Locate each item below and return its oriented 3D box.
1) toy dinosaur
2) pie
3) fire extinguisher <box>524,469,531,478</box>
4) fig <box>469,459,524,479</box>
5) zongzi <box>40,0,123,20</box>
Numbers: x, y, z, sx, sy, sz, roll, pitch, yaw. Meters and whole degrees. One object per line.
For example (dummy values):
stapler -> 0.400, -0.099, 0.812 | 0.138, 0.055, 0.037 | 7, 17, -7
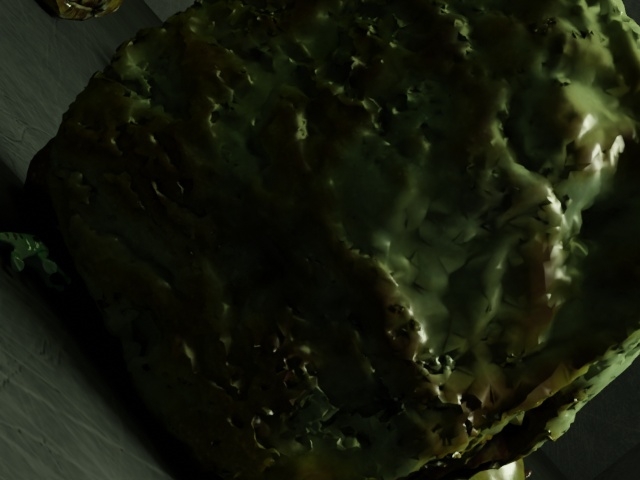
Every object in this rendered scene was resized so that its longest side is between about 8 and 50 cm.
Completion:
toy dinosaur -> -0.181, 0.002, 0.719 | 0.083, 0.021, 0.062 | 52, -4, -29
pie -> 0.045, -0.042, 0.768 | 0.395, 0.418, 0.180 | 53, 0, 13
fire extinguisher -> 0.070, 0.140, 1.172 | 0.337, 0.147, 0.106 | 48, 7, -8
fig -> 0.034, 0.156, 0.936 | 0.259, 0.151, 0.151 | 32, 8, -10
zongzi -> -0.308, -0.462, 1.547 | 0.134, 0.288, 0.286 | 11, 35, -42
